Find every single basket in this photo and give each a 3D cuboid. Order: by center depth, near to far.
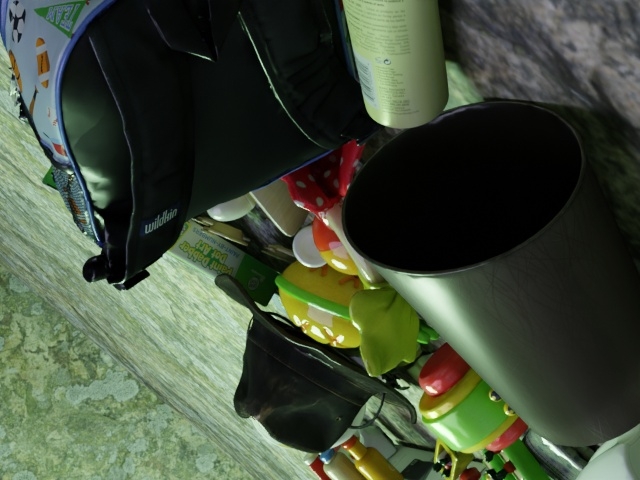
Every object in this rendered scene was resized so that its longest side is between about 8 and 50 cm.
[{"bbox_3d":[0.150,0.034,0.795,0.204,0.154,0.227,19,154,53],"label":"basket"}]

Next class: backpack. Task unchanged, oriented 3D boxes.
[{"bbox_3d":[-0.101,-0.142,0.786,0.213,0.276,0.263,50,162,20],"label":"backpack"}]

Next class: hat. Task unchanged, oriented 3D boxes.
[{"bbox_3d":[-0.034,0.177,1.349,0.331,0.134,0.331,35,175,4],"label":"hat"}]

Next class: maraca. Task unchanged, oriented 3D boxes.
[{"bbox_3d":[0.038,0.071,1.187,0.185,0.099,0.127,21,-169,18],"label":"maraca"}]

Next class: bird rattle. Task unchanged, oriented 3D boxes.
[{"bbox_3d":[0.025,-0.007,1.008,0.253,0.143,0.207,48,178,-8],"label":"bird rattle"}]

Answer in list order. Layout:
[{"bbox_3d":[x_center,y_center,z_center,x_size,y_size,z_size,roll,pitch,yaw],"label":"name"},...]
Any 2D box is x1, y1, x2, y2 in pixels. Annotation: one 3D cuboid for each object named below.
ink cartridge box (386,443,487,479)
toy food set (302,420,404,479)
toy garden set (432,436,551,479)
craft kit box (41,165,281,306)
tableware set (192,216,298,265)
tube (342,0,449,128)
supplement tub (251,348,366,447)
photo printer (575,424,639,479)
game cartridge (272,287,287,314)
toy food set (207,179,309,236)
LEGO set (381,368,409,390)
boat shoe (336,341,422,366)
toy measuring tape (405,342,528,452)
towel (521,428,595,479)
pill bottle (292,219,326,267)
[{"bbox_3d":[0.199,0.424,1.594,0.223,0.129,0.307,47,162,-12],"label":"ink cartridge box"},{"bbox_3d":[0.042,0.320,1.663,0.104,0.111,0.232,47,-176,-12],"label":"toy food set"},{"bbox_3d":[0.192,0.279,1.309,0.204,0.049,0.244,54,163,36],"label":"toy garden set"},{"bbox_3d":[-0.211,-0.015,1.467,0.246,0.061,0.250,28,176,45],"label":"craft kit box"},{"bbox_3d":[-0.077,0.006,1.306,0.168,0.020,0.141,21,178,-5],"label":"tableware set"},{"bbox_3d":[0.042,-0.176,0.697,0.070,0.062,0.240,-8,139,8],"label":"tube"},{"bbox_3d":[-0.026,0.233,1.609,0.144,0.144,0.199,44,162,-5],"label":"supplement tub"},{"bbox_3d":[0.360,0.301,0.974,0.307,0.107,0.256,36,149,22],"label":"photo printer"},{"bbox_3d":[-0.038,0.093,1.525,0.083,0.017,0.056,30,162,35],"label":"game cartridge"},{"bbox_3d":[-0.158,-0.104,1.205,0.220,0.092,0.306,51,160,-26],"label":"toy food set"},{"bbox_3d":[0.080,0.171,1.441,0.083,0.023,0.054,39,162,11],"label":"LEGO set"},{"bbox_3d":[0.058,0.109,1.304,0.153,0.056,0.048,15,136,57],"label":"boat shoe"},{"bbox_3d":[0.138,0.165,1.166,0.121,0.121,0.330,45,162,-6],"label":"toy measuring tape"},{"bbox_3d":[0.351,0.341,1.242,0.324,0.056,0.312,39,159,18],"label":"towel"},{"bbox_3d":[0.000,0.000,1.146,0.043,0.043,0.083,42,-166,2],"label":"pill bottle"}]
